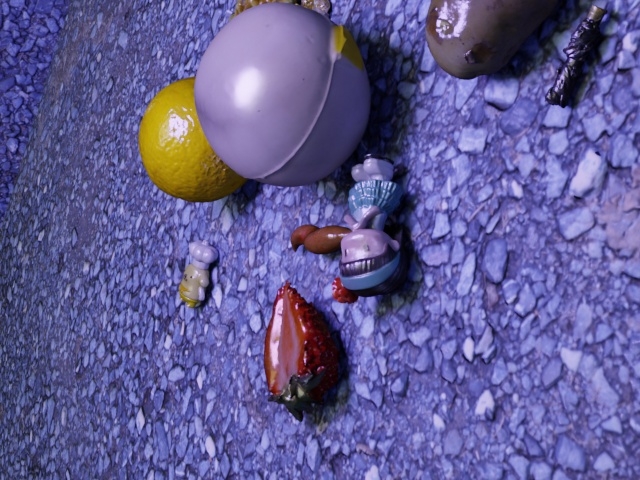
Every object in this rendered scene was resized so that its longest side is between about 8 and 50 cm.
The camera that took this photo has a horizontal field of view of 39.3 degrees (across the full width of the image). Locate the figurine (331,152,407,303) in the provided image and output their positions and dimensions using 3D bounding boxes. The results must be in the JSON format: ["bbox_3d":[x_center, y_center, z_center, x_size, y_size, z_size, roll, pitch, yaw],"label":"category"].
[{"bbox_3d":[0.084,-0.017,1.526,0.138,0.110,0.246,-25,57,54],"label":"figurine"}]

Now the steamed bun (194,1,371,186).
[{"bbox_3d":[-0.069,-0.265,1.636,0.374,0.333,0.334,45,118,52],"label":"steamed bun"}]

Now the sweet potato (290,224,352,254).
[{"bbox_3d":[0.000,-0.002,1.689,0.202,0.058,0.055,1,103,56],"label":"sweet potato"}]

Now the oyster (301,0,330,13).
[{"bbox_3d":[-0.012,-0.496,1.865,0.121,0.045,0.146,32,109,40],"label":"oyster"}]

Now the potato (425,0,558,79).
[{"bbox_3d":[0.253,-0.355,1.319,0.262,0.164,0.165,-57,39,38],"label":"potato"}]

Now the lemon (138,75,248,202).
[{"bbox_3d":[-0.261,-0.219,1.947,0.293,0.293,0.293,-21,64,52],"label":"lemon"}]

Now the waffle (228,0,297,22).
[{"bbox_3d":[-0.127,-0.500,2.002,0.317,0.073,0.298,1,83,58],"label":"waffle"}]

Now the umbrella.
[{"bbox_3d":[0.353,-0.254,1.241,0.040,0.037,0.144,32,111,28],"label":"umbrella"}]

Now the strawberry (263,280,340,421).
[{"bbox_3d":[-0.039,0.201,1.657,0.174,0.097,0.228,-54,38,33],"label":"strawberry"}]

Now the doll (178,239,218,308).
[{"bbox_3d":[-0.288,0.074,2.093,0.106,0.062,0.163,32,107,50],"label":"doll"}]
